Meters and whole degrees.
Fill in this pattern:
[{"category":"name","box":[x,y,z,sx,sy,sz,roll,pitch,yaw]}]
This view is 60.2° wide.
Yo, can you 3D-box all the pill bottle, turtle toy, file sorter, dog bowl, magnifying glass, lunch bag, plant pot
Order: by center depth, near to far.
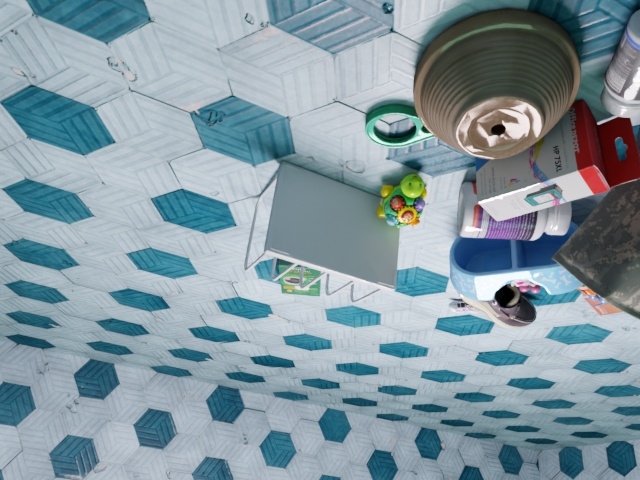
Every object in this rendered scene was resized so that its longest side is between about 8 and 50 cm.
[{"category":"pill bottle","box":[0.433,-0.236,0.742,0.078,0.078,0.137,1,151,9]},{"category":"plant pot","box":[0.252,-0.195,0.794,0.237,0.110,0.237,4,145,3]},{"category":"magnifying glass","box":[0.190,-0.191,0.926,0.231,0.026,0.092,-1,151,10]},{"category":"lunch bag","box":[0.616,0.025,1.005,0.287,0.169,0.235,26,108,-30]},{"category":"pill bottle","box":[0.366,-0.055,1.053,0.193,0.108,0.108,3,151,6]},{"category":"turtle toy","box":[0.167,-0.076,1.081,0.095,0.066,0.130,2,127,-10]},{"category":"file sorter","box":[0.000,0.000,1.142,0.277,0.193,0.173,18,152,-22]},{"category":"dog bowl","box":[0.411,0.032,1.160,0.297,0.166,0.074,-9,137,26]}]

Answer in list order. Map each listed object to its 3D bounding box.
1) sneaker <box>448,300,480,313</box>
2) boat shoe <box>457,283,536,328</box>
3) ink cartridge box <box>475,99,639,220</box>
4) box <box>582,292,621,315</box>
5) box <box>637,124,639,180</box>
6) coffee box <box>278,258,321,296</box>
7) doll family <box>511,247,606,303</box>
[{"category":"sneaker","box":[0.414,0.177,1.545,0.098,0.038,0.069,3,151,-15]},{"category":"boat shoe","box":[0.471,0.150,1.417,0.285,0.103,0.092,29,149,-26]},{"category":"ink cartridge box","box":[0.372,-0.131,0.886,0.231,0.134,0.078,-19,142,37]},{"category":"box","box":[0.714,0.100,1.286,0.170,0.091,0.130,-19,143,37]},{"category":"box","box":[0.558,-0.157,0.742,0.184,0.103,0.261,5,170,17]},{"category":"coffee box","box":[-0.052,0.095,1.475,0.113,0.040,0.184,4,152,3]},{"category":"doll family","box":[0.524,0.055,1.249,0.263,0.118,0.163,3,164,45]}]
